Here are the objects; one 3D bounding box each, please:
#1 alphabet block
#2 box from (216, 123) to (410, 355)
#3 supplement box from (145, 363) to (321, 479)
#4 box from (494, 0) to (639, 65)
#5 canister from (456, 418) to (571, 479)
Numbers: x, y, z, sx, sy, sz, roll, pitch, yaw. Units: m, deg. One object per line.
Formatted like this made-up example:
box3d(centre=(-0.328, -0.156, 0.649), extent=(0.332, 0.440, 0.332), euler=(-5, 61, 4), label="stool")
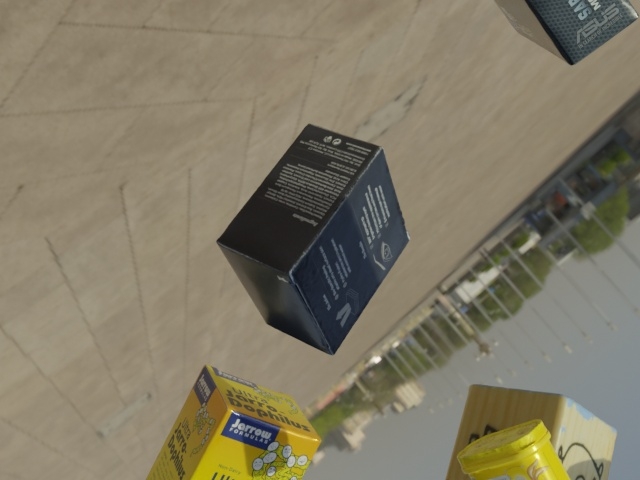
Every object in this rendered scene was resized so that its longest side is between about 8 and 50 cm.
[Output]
box3d(centre=(0.345, 0.366, 1.384), extent=(0.193, 0.192, 0.197), euler=(-4, -119, 48), label="alphabet block")
box3d(centre=(0.000, 0.000, 0.824), extent=(0.158, 0.093, 0.156), euler=(-55, 148, -22), label="box")
box3d(centre=(-0.184, 0.441, 1.510), extent=(0.357, 0.194, 0.195), euler=(-63, -155, 5), label="supplement box")
box3d(centre=(0.142, -0.237, 0.650), extent=(0.059, 0.183, 0.233), euler=(-36, -166, 14), label="box")
box3d(centre=(0.266, 0.328, 1.068), extent=(0.126, 0.170, 0.073), euler=(-32, 173, 42), label="canister")
